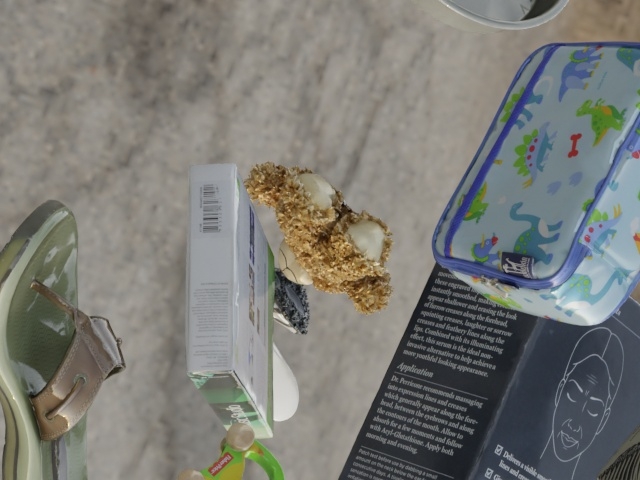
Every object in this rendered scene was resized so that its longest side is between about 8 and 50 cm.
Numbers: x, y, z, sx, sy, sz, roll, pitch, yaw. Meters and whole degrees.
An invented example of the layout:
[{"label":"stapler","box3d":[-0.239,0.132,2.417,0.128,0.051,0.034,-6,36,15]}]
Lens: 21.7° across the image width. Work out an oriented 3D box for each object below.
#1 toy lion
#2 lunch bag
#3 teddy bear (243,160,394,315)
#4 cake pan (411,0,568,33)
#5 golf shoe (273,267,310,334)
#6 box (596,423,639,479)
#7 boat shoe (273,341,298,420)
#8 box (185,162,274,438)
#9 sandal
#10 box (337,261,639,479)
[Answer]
[{"label":"toy lion","box3d":[-0.065,0.209,1.331,0.100,0.096,0.034,-42,169,-36]},{"label":"lunch bag","box3d":[0.191,-0.048,1.294,0.090,0.176,0.219,36,80,-33]},{"label":"teddy bear","box3d":[0.000,0.000,2.158,0.113,0.245,0.338,-52,-164,-7]},{"label":"cake pan","box3d":[0.174,-0.370,1.990,0.054,0.293,0.293,-38,-163,52]},{"label":"golf shoe","box3d":[-0.089,0.072,2.415,0.198,0.094,0.077,49,38,-37]},{"label":"box","box3d":[0.428,0.292,1.947,0.113,0.094,0.275,-50,-171,-4]},{"label":"boat shoe","box3d":[-0.086,0.164,2.314,0.184,0.066,0.063,59,2,-23]},{"label":"box","box3d":[-0.098,0.077,1.874,0.322,0.058,0.232,69,19,-69]},{"label":"sandal","box3d":[-0.183,0.102,1.230,0.120,0.086,0.303,-56,151,-51]},{"label":"box","box3d":[0.249,0.223,2.179,0.293,0.212,0.395,36,75,-41]}]
